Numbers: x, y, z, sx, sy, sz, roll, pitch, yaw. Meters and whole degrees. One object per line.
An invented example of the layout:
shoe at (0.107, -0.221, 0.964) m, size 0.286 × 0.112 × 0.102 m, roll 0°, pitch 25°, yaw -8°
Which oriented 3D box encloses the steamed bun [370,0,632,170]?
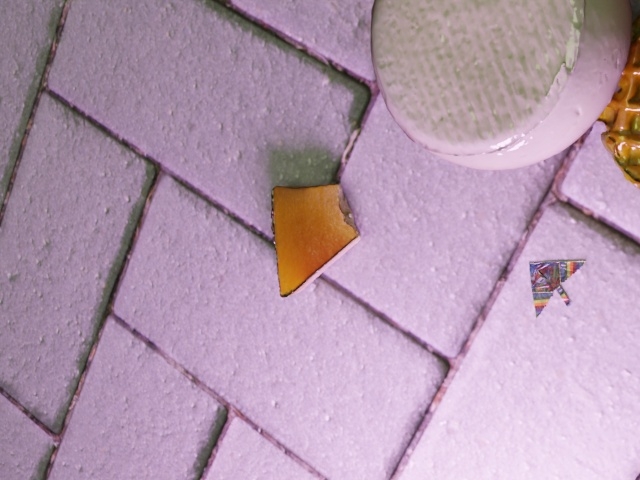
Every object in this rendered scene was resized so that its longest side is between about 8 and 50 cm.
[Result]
steamed bun at (0.257, -0.282, 1.388) m, size 0.374 × 0.241 × 0.374 m, roll 1°, pitch 92°, yaw 40°

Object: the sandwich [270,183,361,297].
sandwich at (0.000, 0.000, 1.699) m, size 0.162 × 0.058 × 0.193 m, roll -1°, pitch 96°, yaw 30°

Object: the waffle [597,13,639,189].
waffle at (0.529, -0.178, 1.354) m, size 0.302 × 0.068 × 0.325 m, roll -37°, pitch 84°, yaw 31°

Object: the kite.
kite at (0.353, 0.064, 1.535) m, size 0.090 × 0.004 × 0.122 m, roll 48°, pitch 118°, yaw 15°
